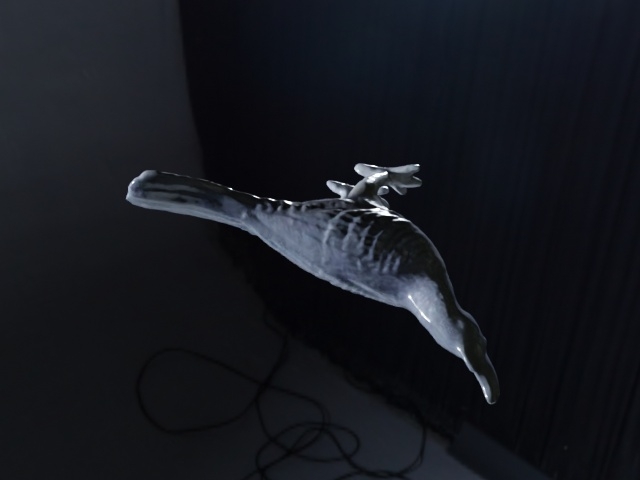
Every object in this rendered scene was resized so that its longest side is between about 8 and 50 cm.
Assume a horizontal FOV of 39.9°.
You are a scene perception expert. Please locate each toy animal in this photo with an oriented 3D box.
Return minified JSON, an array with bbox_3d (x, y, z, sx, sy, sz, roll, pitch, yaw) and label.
[{"bbox_3d":[0.028,-0.011,0.826,0.367,0.081,0.205,29,41,5],"label":"toy animal"}]
